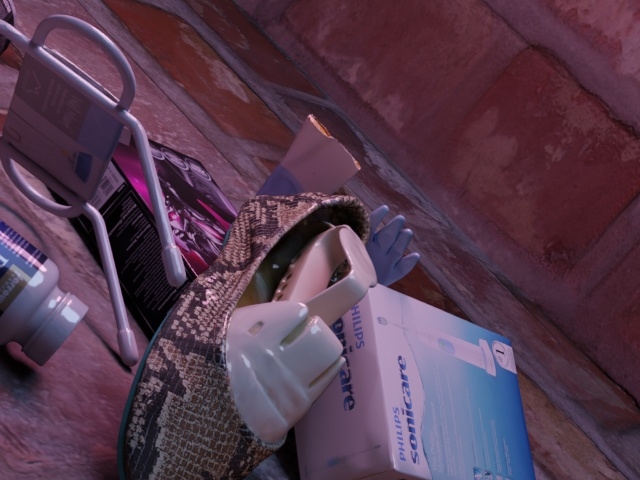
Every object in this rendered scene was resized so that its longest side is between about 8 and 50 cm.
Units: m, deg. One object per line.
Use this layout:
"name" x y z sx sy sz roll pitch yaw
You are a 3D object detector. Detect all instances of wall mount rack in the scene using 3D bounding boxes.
"wall mount rack" -0.243 -0.050 1.598 0.304 0.350 0.130 38 60 1

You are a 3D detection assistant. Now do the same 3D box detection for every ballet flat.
"ballet flat" -0.044 0.077 1.574 0.164 0.182 0.483 64 24 -21

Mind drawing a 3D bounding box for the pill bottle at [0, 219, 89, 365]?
"pill bottle" -0.295 0.035 1.480 0.169 0.094 0.094 39 15 -7

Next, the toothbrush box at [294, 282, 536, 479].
"toothbrush box" 0.102 0.191 1.809 0.295 0.126 0.216 23 51 -50

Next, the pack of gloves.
"pack of gloves" 0.000 0.000 1.828 0.195 0.232 0.046 48 54 8

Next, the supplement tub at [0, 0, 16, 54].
"supplement tub" -0.425 -0.242 1.908 0.117 0.117 0.190 38 14 -12

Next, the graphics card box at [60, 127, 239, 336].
"graphics card box" -0.150 0.020 1.890 0.233 0.094 0.371 22 23 -51
